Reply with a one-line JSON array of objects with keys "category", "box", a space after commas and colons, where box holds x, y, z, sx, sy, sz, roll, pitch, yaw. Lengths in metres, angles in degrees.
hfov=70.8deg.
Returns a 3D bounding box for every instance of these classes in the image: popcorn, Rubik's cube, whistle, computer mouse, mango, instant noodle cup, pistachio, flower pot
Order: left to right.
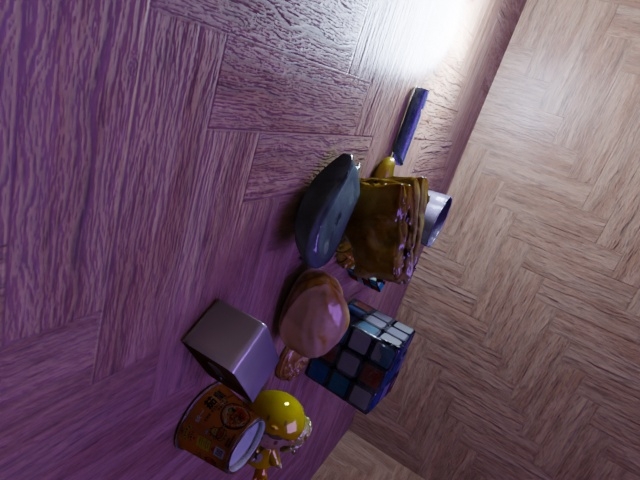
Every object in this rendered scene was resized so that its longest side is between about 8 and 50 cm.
[{"category": "instant noodle cup", "box": [-0.273, 0.537, 1.276, 0.216, 0.172, 0.215, -48, 153, -36]}, {"category": "popcorn", "box": [-0.130, 0.794, 1.902, 0.167, 0.185, 0.187, -22, 145, -35]}, {"category": "pistachio", "box": [-0.022, 0.247, 1.492, 0.230, 0.230, 0.308, -33, 140, -53]}, {"category": "computer mouse", "box": [0.016, -0.095, 1.301, 0.370, 0.122, 0.188, -61, 156, -25]}, {"category": "Rubik's cube", "box": [0.191, 0.525, 2.094, 0.362, 0.363, 0.358, -14, 125, -65]}, {"category": "Rubik's cube", "box": [0.221, 0.109, 1.960, 0.154, 0.155, 0.151, -59, 156, -14]}, {"category": "mango", "box": [0.241, -0.242, 1.720, 0.103, 0.076, 0.161, -11, 121, -59]}, {"category": "whistle", "box": [0.340, -0.437, 1.744, 0.062, 0.062, 0.304, -26, 138, -58]}, {"category": "flower pot", "box": [0.448, -0.126, 2.101, 0.265, 0.243, 0.265, -52, 157, -34]}]

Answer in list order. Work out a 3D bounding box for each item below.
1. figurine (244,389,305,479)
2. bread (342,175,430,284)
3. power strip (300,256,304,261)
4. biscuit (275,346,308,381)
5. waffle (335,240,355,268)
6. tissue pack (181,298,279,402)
[{"category": "figurine", "box": [-0.195, 0.694, 1.609, 0.343, 0.215, 0.187, -62, -168, 17]}, {"category": "bread", "box": [0.178, -0.057, 1.465, 0.192, 0.314, 0.369, 27, 76, -41]}, {"category": "power strip", "box": [0.000, 0.000, 1.476, 0.137, 0.044, 0.215, -6, 119, -66]}, {"category": "biscuit", "box": [-0.098, 0.475, 1.799, 0.202, 0.044, 0.288, -55, 155, -22]}, {"category": "waffle", "box": [0.188, 0.002, 1.740, 0.283, 0.065, 0.309, -17, 143, -25]}, {"category": "tissue pack", "box": [-0.215, 0.283, 1.144, 0.136, 0.160, 0.246, -54, 156, -28]}]
